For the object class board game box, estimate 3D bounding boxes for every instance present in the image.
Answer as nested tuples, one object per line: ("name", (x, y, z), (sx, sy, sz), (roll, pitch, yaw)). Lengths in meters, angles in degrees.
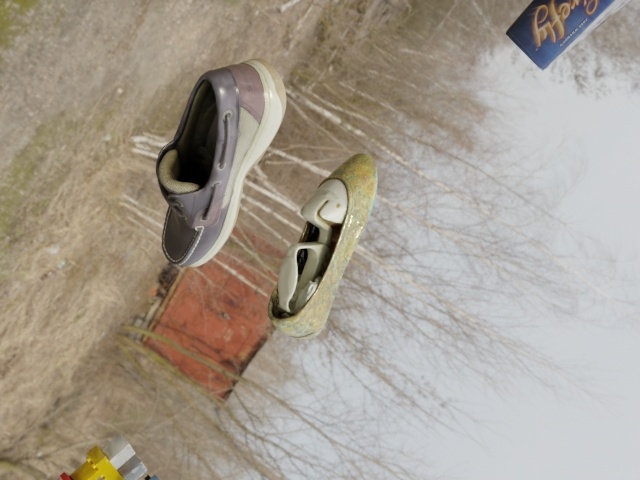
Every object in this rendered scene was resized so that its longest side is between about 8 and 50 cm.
("board game box", (0.256, -0.233, 0.397), (0.243, 0.042, 0.165), (-38, 173, -33))

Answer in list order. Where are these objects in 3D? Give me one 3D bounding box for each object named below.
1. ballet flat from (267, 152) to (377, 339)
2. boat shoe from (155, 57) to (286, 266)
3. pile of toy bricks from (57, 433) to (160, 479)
("ballet flat", (0.000, 0.000, 0.941), (0.123, 0.123, 0.349), (-175, -75, -84))
("boat shoe", (-0.135, -0.074, 0.605), (0.092, 0.103, 0.285), (-11, 148, -43))
("pile of toy bricks", (-0.157, 0.277, 0.465), (0.105, 0.118, 0.212), (-39, 139, -30))
